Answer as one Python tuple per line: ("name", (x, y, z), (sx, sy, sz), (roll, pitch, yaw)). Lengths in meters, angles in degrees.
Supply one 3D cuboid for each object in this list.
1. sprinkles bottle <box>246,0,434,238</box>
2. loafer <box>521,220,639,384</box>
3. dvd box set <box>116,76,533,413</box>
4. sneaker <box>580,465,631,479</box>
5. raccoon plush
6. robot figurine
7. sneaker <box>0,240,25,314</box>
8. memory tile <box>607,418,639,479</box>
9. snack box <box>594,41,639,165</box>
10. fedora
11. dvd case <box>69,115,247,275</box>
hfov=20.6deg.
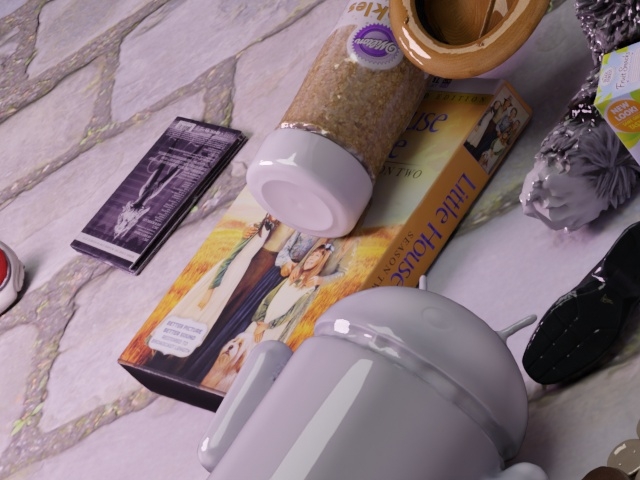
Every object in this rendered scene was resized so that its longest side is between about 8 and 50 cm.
("sprinkles bottle", (0.053, -0.173, 1.808), (0.121, 0.121, 0.355), (-4, 49, 47))
("loafer", (0.240, 0.056, 1.510), (0.170, 0.062, 0.061), (-46, -9, 8))
("dvd box set", (0.000, 0.000, 1.838), (0.308, 0.062, 0.420), (11, 60, 53))
("sneaker", (0.176, 0.243, 1.311), (0.066, 0.071, 0.188), (0, 57, 51))
("raccoon plush", (0.275, -0.247, 1.705), (0.446, 0.216, 0.299), (-45, 23, -2))
("robot figurine", (0.036, 0.182, 1.436), (0.300, 0.199, 0.353), (26, 70, 29))
("sneaker", (-0.514, 0.081, 2.278), (0.279, 0.118, 0.107), (-37, 31, 11))
("memory tile", (0.272, 0.171, 1.360), (0.148, 0.012, 0.113), (-47, 31, -8))
("snack box", (0.357, -0.106, 1.443), (0.207, 0.174, 0.070), (-19, 37, 34))
("fedora", (0.162, -0.245, 1.741), (0.194, 0.079, 0.194), (-8, 74, 29))
("dvd case", (-0.202, -0.059, 2.187), (0.221, 0.018, 0.164), (-51, 33, -15))
